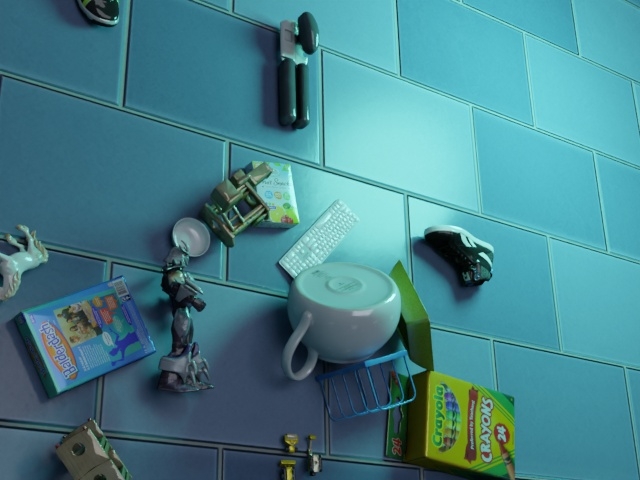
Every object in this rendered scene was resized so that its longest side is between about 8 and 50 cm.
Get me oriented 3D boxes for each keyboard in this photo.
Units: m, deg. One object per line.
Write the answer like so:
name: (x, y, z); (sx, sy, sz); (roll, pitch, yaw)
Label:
keyboard: (0.000, 0.000, 2.119); (0.072, 0.014, 0.256); (50, 50, -9)

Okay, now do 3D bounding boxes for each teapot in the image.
teapot: (0.043, 0.173, 1.966); (0.256, 0.187, 0.252); (2, 25, -5)

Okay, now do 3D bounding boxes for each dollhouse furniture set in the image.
dollhouse furniture set: (-0.428, 0.406, 1.579); (0.184, 0.129, 0.129); (-34, 92, -11)
dollhouse furniture set: (-0.134, -0.092, 1.931); (0.182, 0.161, 0.101); (-40, 88, -27)

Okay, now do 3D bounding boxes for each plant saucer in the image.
plant saucer: (0.191, 0.170, 2.072); (0.045, 0.188, 0.188); (-17, 45, -6)

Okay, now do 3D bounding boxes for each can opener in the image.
can opener: (-0.050, -0.402, 2.203); (0.076, 0.095, 0.283); (13, 63, -31)

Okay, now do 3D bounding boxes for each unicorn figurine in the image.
unicorn figurine: (-0.543, 0.039, 1.667); (0.162, 0.060, 0.111); (-32, 90, -40)

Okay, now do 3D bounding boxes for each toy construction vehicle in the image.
toy construction vehicle: (-0.043, 0.436, 1.890); (0.086, 0.035, 0.098); (5, 65, -23)

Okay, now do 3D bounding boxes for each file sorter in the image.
file sorter: (0.097, 0.303, 1.959); (0.118, 0.170, 0.104); (-10, 80, -39)

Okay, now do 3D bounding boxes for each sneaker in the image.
sneaker: (-0.463, -0.559, 1.961); (0.084, 0.097, 0.234); (-8, 76, -38)
sneaker: (0.345, 0.045, 2.312); (0.217, 0.079, 0.121); (20, 59, -31)

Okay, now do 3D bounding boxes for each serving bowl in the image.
serving bowl: (-0.266, -0.003, 1.913); (0.083, 0.027, 0.083); (16, 62, -31)

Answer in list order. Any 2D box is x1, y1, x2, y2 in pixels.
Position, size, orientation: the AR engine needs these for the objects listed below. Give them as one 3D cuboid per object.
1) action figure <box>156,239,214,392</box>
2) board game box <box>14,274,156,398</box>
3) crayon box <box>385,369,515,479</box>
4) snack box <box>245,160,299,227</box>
action figure: (-0.257, 0.141, 1.780); (0.099, 0.185, 0.285); (-3, 85, -1)
board game box: (-0.421, 0.170, 1.710); (0.210, 0.047, 0.160); (-21, 84, -41)
crayon box: (0.296, 0.416, 2.116); (0.318, 0.081, 0.202); (20, 60, -28)
snack box: (-0.105, -0.099, 2.068); (0.100, 0.037, 0.141); (3, 70, -36)
